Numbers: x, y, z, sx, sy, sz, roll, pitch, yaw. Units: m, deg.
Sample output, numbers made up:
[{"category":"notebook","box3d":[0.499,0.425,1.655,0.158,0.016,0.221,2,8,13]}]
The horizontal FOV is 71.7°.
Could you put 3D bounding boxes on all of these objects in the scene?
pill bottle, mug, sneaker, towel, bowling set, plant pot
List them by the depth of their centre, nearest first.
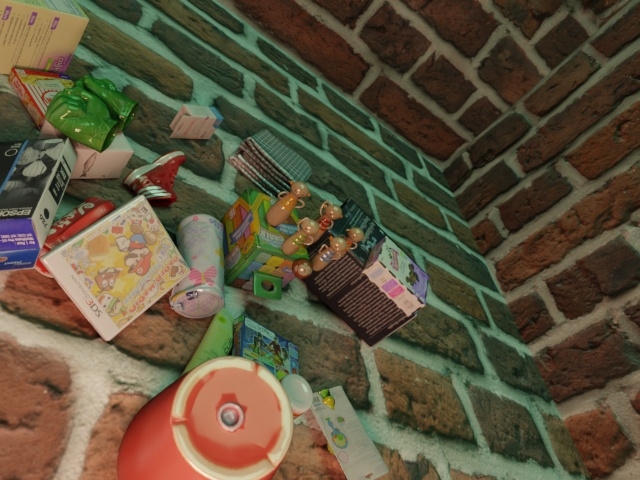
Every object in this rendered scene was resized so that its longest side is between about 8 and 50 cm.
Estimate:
[{"category":"plant pot","box3d":[-0.182,0.335,0.746,0.275,0.243,0.274,19,44,-19]},{"category":"mug","box3d":[-0.507,-0.019,0.915,0.113,0.150,0.169,26,35,5]},{"category":"pill bottle","box3d":[-0.093,0.361,0.965,0.086,0.152,0.086,31,34,-24]},{"category":"bowling set","box3d":[0.000,0.000,1.155,0.287,0.154,0.199,28,36,-27]},{"category":"sneaker","box3d":[-0.436,-0.165,1.252,0.128,0.087,0.221,52,42,-8]},{"category":"towel","box3d":[-0.174,-0.290,1.667,0.284,0.121,0.235,41,30,-9]}]

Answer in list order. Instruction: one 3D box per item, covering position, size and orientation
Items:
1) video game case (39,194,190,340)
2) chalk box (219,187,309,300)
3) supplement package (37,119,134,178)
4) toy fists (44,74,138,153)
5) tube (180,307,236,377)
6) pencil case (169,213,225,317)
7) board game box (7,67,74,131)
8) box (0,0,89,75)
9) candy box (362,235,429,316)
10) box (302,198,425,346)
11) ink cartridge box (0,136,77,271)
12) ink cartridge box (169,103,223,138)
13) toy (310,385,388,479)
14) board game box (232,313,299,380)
[{"category":"video game case","box3d":[-0.399,0.052,0.900,0.227,0.026,0.206,-46,125,-37]},{"category":"chalk box","box3d":[-0.161,0.031,1.245,0.180,0.179,0.288,19,40,-38]},{"category":"supplement package","box3d":[-0.581,-0.223,1.093,0.105,0.105,0.179,54,31,14]},{"category":"toy fists","box3d":[-0.541,-0.315,1.054,0.142,0.096,0.279,25,30,-19]},{"category":"tube","box3d":[-0.242,0.242,1.018,0.062,0.070,0.240,1,24,10]},{"category":"pencil case","box3d":[-0.302,0.059,1.103,0.113,0.124,0.273,73,5,-48]},{"category":"board game box","box3d":[-0.699,-0.362,1.171,0.193,0.045,0.147,53,31,10]},{"category":"box","box3d":[-0.768,-0.542,1.129,0.117,0.213,0.243,53,31,9]},{"category":"candy box","box3d":[0.231,0.104,1.337,0.196,0.070,0.165,43,31,-7]},{"category":"box","box3d":[0.135,0.100,1.503,0.395,0.212,0.293,45,30,-5]},{"category":"ink cartridge box","box3d":[-0.603,-0.081,0.860,0.166,0.065,0.332,-6,48,-7]},{"category":"ink cartridge box","box3d":[-0.430,-0.399,1.491,0.061,0.104,0.181,53,31,11]},{"category":"toy","box3d":[0.052,0.486,1.097,0.137,0.056,0.237,4,46,-45]},{"category":"board game box","box3d":[-0.131,0.283,1.088,0.201,0.035,0.136,40,29,-35]}]
